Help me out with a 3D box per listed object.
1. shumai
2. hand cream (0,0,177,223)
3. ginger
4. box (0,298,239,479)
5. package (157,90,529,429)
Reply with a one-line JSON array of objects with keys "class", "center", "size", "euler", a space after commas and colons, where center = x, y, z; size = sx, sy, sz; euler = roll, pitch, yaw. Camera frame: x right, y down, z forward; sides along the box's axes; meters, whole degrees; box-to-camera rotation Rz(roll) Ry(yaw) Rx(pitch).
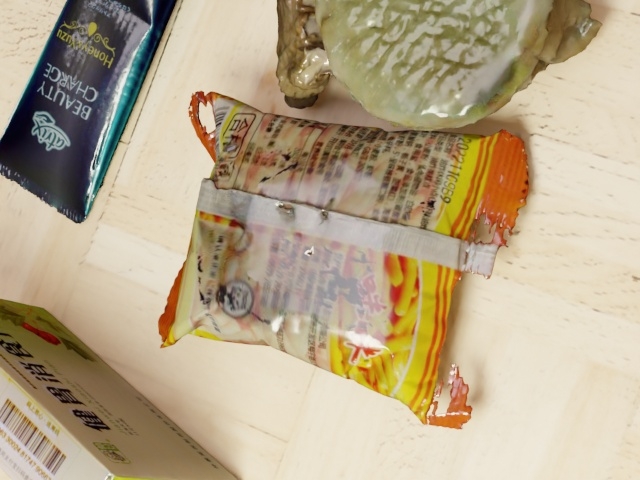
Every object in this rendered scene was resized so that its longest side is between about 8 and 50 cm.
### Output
[{"class": "shumai", "center": [0.102, -0.169, 1.179], "size": [0.201, 0.120, 0.201], "euler": [-5, 78, 24]}, {"class": "hand cream", "center": [-0.191, -0.158, 1.380], "size": [0.120, 0.061, 0.270], "euler": [31, 102, 25]}, {"class": "ginger", "center": [-0.016, -0.248, 1.274], "size": [0.084, 0.122, 0.290], "euler": [0, 74, -4]}, {"class": "box", "center": [-0.205, 0.133, 1.249], "size": [0.260, 0.175, 0.062], "euler": [38, 100, 30]}, {"class": "package", "center": [-0.001, 0.007, 1.206], "size": [0.288, 0.108, 0.223], "euler": [10, 86, 27]}]
